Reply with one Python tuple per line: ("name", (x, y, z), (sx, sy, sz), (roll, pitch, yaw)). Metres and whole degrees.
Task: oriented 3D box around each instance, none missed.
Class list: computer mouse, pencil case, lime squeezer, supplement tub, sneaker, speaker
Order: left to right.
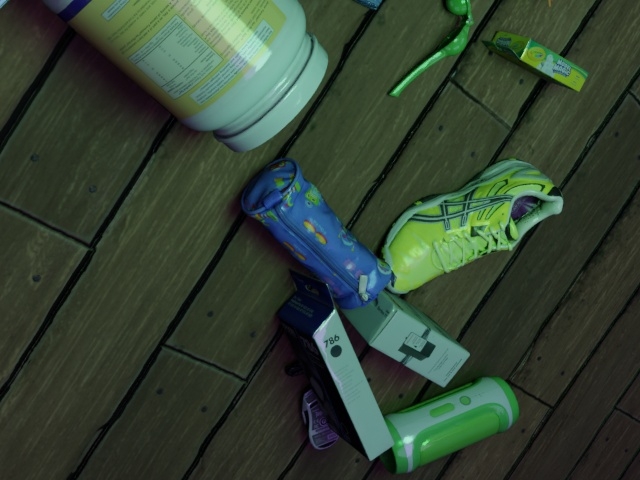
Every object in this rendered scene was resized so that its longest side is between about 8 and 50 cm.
("supplement tub", (-0.172, -0.302, 0.932), (0.241, 0.241, 0.331), (-49, 120, -1))
("computer mouse", (-0.008, 0.318, 1.342), (0.106, 0.042, 0.192), (-13, 107, -25))
("pencil case", (0.000, 0.000, 1.180), (0.119, 0.133, 0.306), (-39, 119, 8))
("lime squeezer", (0.212, -0.393, 1.191), (0.110, 0.059, 0.310), (16, 104, 3))
("speaker", (0.263, 0.384, 1.438), (0.297, 0.131, 0.131), (-16, 114, -19))
("sneaker", (0.279, -0.025, 1.287), (0.385, 0.147, 0.145), (-35, 120, -8))

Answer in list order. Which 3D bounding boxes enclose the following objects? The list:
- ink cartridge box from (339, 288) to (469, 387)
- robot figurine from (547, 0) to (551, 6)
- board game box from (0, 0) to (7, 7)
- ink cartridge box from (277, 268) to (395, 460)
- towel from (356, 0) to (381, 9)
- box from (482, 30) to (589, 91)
("ink cartridge box", (0.156, 0.171, 1.298), (0.208, 0.153, 0.086), (34, 96, -29))
("robot figurine", (0.396, -0.521, 1.175), (0.128, 0.158, 0.219), (13, 105, 8))
("board game box", (-0.455, -0.424, 0.816), (0.142, 0.144, 0.275), (-47, 119, -2))
("ink cartridge box", (0.014, 0.217, 1.216), (0.065, 0.165, 0.332), (-28, 107, -19))
("towel", (0.087, -0.446, 1.118), (0.067, 0.029, 0.119), (16, 101, -28))
("box", (0.389, -0.332, 1.251), (0.179, 0.105, 0.043), (15, 107, -28))
